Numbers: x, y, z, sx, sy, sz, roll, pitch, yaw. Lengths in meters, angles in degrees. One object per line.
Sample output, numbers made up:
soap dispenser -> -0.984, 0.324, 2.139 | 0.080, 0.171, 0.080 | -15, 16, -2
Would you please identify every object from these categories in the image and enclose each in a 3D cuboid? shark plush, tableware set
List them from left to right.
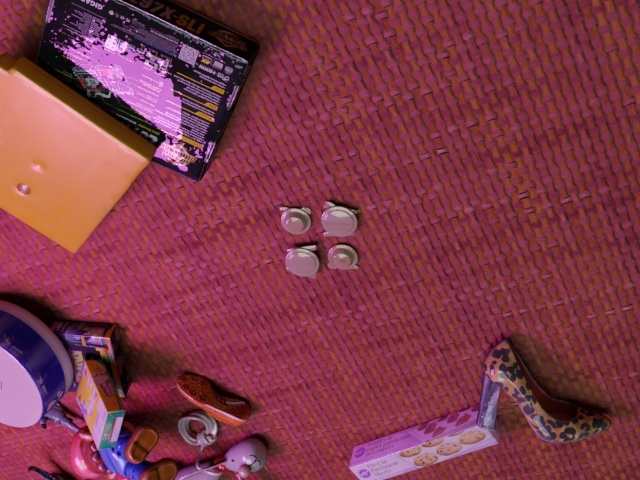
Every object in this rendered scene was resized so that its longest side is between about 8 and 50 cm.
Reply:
shark plush -> -0.611, 0.395, 2.050 | 0.161, 0.067, 0.073 | 37, 125, -14
tableware set -> 0.000, 0.000, 1.651 | 0.141, 0.020, 0.168 | 1, 124, 10

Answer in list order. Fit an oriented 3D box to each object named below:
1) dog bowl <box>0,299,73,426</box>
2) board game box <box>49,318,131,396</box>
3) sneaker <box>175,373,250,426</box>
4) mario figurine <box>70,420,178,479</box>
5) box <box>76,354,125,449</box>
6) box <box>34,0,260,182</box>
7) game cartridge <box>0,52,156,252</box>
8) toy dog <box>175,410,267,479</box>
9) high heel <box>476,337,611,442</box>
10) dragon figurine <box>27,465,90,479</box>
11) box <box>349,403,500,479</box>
dog bowl -> -0.650, 0.256, 1.902 | 0.265, 0.104, 0.265 | 14, 129, 19
board game box -> -0.482, 0.247, 1.925 | 0.141, 0.048, 0.170 | 2, 126, 10
sneaker -> -0.232, 0.342, 1.928 | 0.175, 0.064, 0.067 | 35, 135, -9
mario figurine -> -0.408, 0.426, 1.954 | 0.170, 0.198, 0.320 | 8, 172, -38
box -> -0.447, 0.321, 1.851 | 0.043, 0.179, 0.105 | -2, 125, -35
box -> -0.292, -0.270, 1.488 | 0.322, 0.079, 0.257 | 24, 129, -5
game cartridge -> -0.470, -0.142, 1.571 | 0.285, 0.052, 0.324 | 35, 133, -16
toy dog -> -0.271, 0.550, 2.016 | 0.220, 0.161, 0.333 | 28, 124, -9
high heel -> 0.429, 0.277, 1.721 | 0.261, 0.093, 0.186 | 5, 111, -1
dragon figurine -> -0.589, 0.615, 2.194 | 0.144, 0.085, 0.289 | -1, 126, 14
box -> 0.210, 0.417, 1.877 | 0.324, 0.063, 0.067 | -25, 115, 27
